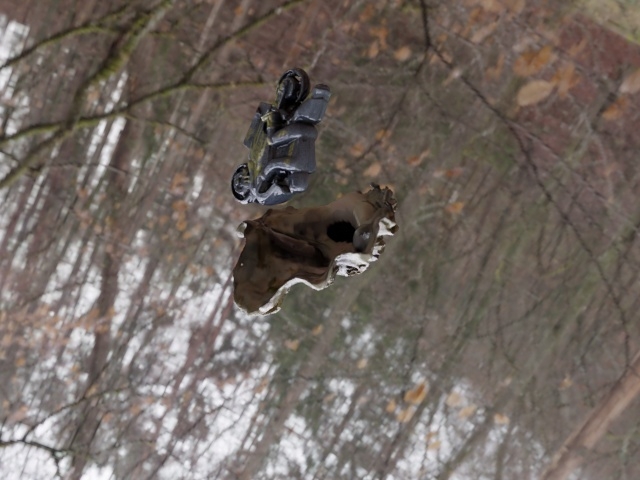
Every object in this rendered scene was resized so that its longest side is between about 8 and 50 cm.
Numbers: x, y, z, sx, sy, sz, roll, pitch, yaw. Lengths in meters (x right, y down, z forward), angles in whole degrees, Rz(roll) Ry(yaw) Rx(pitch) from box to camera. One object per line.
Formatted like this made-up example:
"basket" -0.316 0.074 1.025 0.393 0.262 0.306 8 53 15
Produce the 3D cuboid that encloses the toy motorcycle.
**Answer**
"toy motorcycle" -0.045 -0.112 0.999 0.061 0.193 0.124 7 -150 -46

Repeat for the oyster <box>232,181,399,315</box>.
"oyster" 0.000 0.002 1.167 0.237 0.115 0.351 -12 -169 5
